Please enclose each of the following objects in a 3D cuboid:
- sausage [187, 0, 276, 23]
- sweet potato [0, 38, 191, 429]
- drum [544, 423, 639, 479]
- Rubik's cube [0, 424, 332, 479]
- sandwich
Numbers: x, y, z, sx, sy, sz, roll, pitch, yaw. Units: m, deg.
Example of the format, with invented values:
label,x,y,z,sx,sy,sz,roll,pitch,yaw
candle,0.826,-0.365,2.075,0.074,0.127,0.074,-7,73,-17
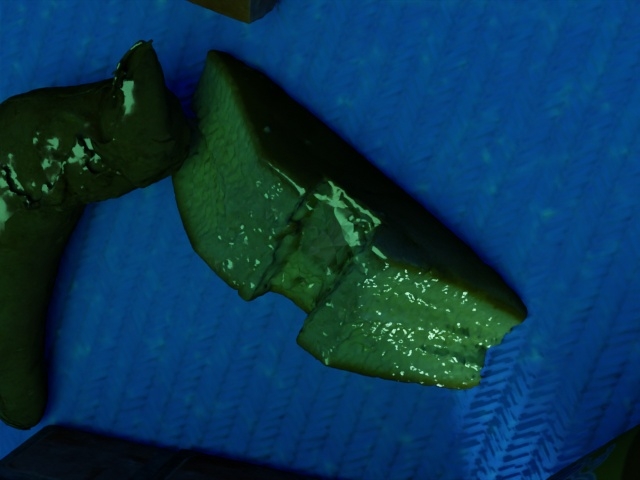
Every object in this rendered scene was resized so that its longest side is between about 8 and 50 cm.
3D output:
label,x,y,z,sx,sy,sz,roll,pitch,yaw
sausage,-0.101,-0.181,0.986,0.169,0.065,0.065,25,112,12
sweet potato,-0.169,-0.017,1.042,0.124,0.098,0.310,44,125,15
drum,0.214,0.286,0.815,0.214,0.431,0.431,-37,91,26
Rubik's cube,-0.099,0.314,0.997,0.305,0.304,0.301,12,109,18
sandwich,0.000,0.000,0.987,0.244,0.088,0.090,39,118,5
